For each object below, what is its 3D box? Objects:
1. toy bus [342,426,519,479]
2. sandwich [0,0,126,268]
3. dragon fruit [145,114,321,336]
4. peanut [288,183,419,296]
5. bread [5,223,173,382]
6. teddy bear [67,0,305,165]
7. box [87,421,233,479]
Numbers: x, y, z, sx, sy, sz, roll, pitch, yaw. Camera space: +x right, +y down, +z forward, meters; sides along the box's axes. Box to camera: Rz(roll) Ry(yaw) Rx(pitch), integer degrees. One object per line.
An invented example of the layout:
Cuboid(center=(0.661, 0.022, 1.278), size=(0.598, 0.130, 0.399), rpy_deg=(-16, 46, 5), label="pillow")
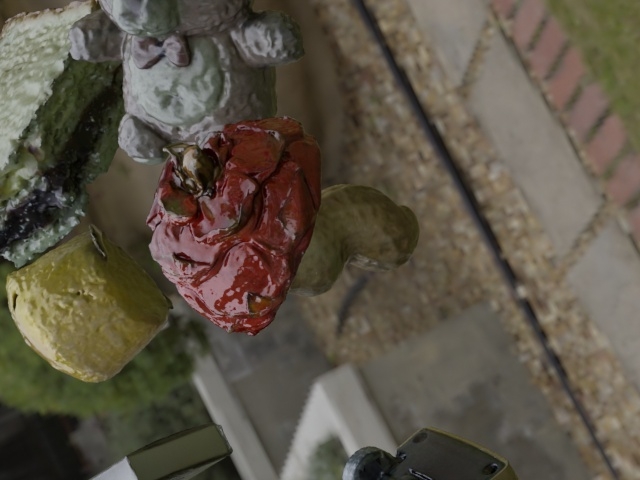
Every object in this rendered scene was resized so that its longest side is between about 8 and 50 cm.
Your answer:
Cuboid(center=(0.054, 0.368, 1.617), size=(0.177, 0.365, 0.202), rpy_deg=(18, 144, 58), label="toy bus")
Cuboid(center=(-0.350, -0.128, 1.967), size=(0.131, 0.325, 0.262), rpy_deg=(36, 158, -32), label="sandwich")
Cuboid(center=(-0.059, -0.019, 1.113), size=(0.083, 0.106, 0.162), rpy_deg=(5, 80, 66), label="dragon fruit")
Cuboid(center=(0.001, 0.000, 1.624), size=(0.086, 0.228, 0.104), rpy_deg=(-17, 89, 64), label="peanut")
Cuboid(center=(-0.305, 0.085, 2.090), size=(0.197, 0.170, 0.197), rpy_deg=(49, -173, -8), label="bread")
Cuboid(center=(-0.123, -0.194, 1.500), size=(0.151, 0.236, 0.267), rpy_deg=(-65, -25, -44), label="teddy bear")
Cuboid(center=(-0.168, 0.206, 1.316), size=(0.177, 0.115, 0.036), rpy_deg=(-34, 79, 34), label="box")
